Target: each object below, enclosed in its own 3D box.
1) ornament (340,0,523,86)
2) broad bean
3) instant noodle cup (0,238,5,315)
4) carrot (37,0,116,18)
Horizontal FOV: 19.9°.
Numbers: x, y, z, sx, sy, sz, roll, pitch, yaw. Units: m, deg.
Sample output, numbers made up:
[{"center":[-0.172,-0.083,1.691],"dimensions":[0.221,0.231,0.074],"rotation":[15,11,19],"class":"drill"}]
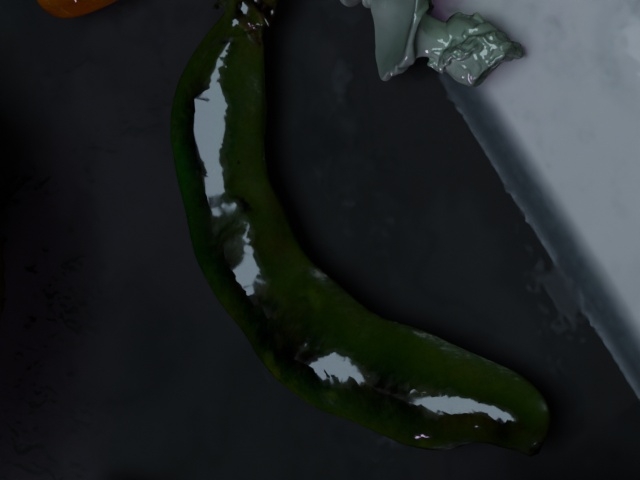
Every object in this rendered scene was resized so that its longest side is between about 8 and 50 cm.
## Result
[{"center":[0.048,-0.108,0.899],"dimensions":[0.092,0.041,0.068],"rotation":[54,137,6],"class":"ornament"},{"center":[0.000,0.000,0.931],"dimensions":[0.144,0.049,0.292],"rotation":[-33,78,32],"class":"broad bean"},{"center":[-0.270,0.016,1.070],"dimensions":[0.274,0.091,0.274],"rotation":[3,95,30],"class":"instant noodle cup"},{"center":[-0.056,-0.172,0.959],"dimensions":[0.248,0.043,0.043],"rotation":[-20,84,28],"class":"carrot"}]
